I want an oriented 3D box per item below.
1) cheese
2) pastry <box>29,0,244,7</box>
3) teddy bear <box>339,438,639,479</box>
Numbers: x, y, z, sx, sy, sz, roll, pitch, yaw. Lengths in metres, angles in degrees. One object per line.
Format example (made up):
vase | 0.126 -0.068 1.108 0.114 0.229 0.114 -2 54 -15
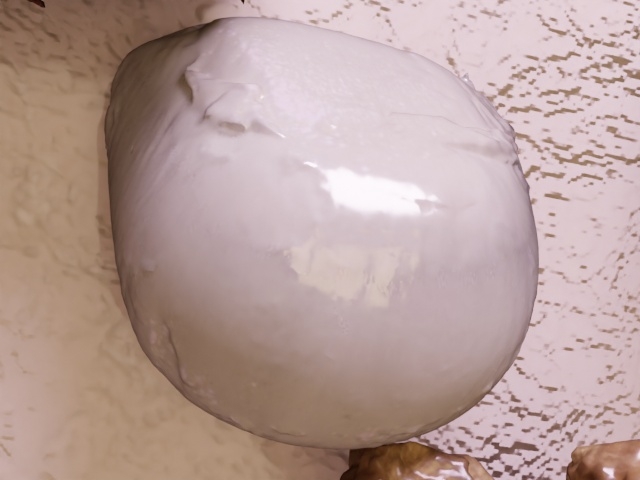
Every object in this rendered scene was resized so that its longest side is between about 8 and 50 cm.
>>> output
cheese | 0.000 0.000 0.455 0.198 0.189 0.154 9 122 -14
pastry | -0.074 -0.195 0.376 0.275 0.275 0.193 -38 60 -10
teddy bear | 0.116 0.237 0.473 0.296 0.246 0.222 50 43 -45
